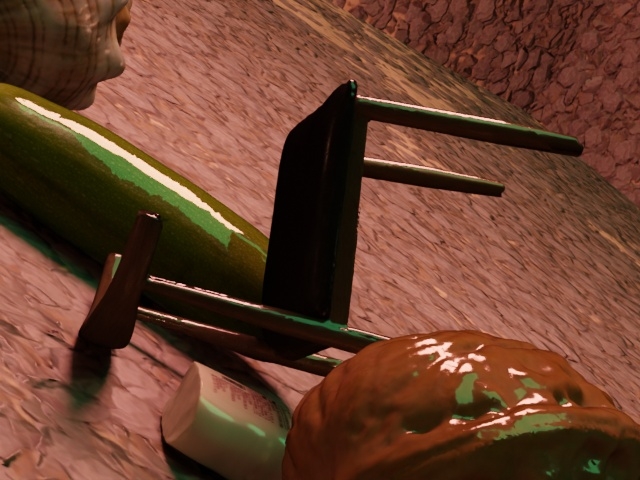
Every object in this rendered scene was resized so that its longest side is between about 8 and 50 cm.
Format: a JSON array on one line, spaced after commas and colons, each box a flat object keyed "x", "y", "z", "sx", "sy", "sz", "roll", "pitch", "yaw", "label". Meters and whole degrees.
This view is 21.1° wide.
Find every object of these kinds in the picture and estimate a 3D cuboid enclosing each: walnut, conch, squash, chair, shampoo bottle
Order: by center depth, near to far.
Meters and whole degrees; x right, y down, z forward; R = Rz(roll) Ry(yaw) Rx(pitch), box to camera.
[{"x": 0.072, "y": 0.140, "z": 0.884, "sx": 0.213, "sy": 0.213, "sz": 0.213, "roll": 33, "pitch": 13, "yaw": -9, "label": "walnut"}, {"x": -0.018, "y": 0.128, "z": 1.002, "sx": 0.152, "sy": 0.045, "sz": 0.077, "roll": 29, "pitch": 12, "yaw": -18, "label": "shampoo bottle"}, {"x": 0.000, "y": 0.000, "z": 1.042, "sx": 0.272, "sy": 0.166, "sz": 0.188, "roll": 9, "pitch": -9, "yaw": -12, "label": "chair"}, {"x": -0.119, "y": -0.012, "z": 1.161, "sx": 0.292, "sy": 0.082, "sz": 0.082, "roll": 34, "pitch": 13, "yaw": -1, "label": "squash"}, {"x": -0.259, "y": -0.195, "z": 1.294, "sx": 0.203, "sy": 0.170, "sz": 0.386, "roll": 13, "pitch": -1, "yaw": 28, "label": "conch"}]
